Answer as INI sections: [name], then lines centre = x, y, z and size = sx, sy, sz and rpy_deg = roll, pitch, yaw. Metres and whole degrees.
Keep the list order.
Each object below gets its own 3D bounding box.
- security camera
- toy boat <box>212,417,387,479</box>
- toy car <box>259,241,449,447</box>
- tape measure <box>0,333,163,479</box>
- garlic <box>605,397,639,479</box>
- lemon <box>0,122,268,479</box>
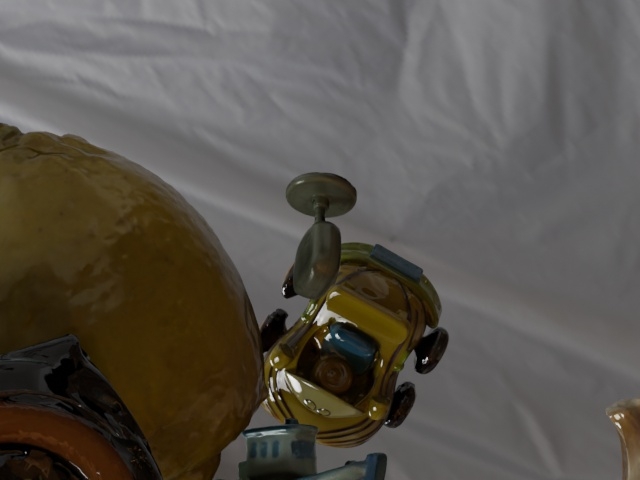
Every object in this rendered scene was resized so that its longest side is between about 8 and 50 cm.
[security camera]
centre = 0.000, 0.000, 1.000
size = 0.058, 0.058, 0.092
rpy_deg = -31, 45, 40
[toy boat]
centre = -0.035, 0.207, 1.193
size = 0.215, 0.088, 0.102
rpy_deg = -12, 74, 33
[toy car]
centre = 0.024, 0.130, 1.501
size = 0.248, 0.200, 0.142
rpy_deg = -65, -3, 28
[tape measure]
centre = -0.196, 0.175, 0.827
size = 0.202, 0.223, 0.135
rpy_deg = -14, -7, -17
[garlic]
centre = 0.250, 0.225, 1.010
size = 0.198, 0.128, 0.090
rpy_deg = -67, 8, -18
[lemon]
centre = -0.196, 0.074, 1.149
size = 0.285, 0.316, 0.285
rpy_deg = -45, 24, 26
